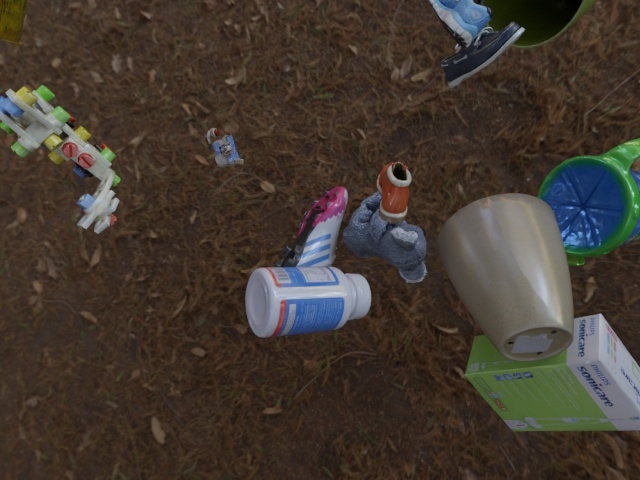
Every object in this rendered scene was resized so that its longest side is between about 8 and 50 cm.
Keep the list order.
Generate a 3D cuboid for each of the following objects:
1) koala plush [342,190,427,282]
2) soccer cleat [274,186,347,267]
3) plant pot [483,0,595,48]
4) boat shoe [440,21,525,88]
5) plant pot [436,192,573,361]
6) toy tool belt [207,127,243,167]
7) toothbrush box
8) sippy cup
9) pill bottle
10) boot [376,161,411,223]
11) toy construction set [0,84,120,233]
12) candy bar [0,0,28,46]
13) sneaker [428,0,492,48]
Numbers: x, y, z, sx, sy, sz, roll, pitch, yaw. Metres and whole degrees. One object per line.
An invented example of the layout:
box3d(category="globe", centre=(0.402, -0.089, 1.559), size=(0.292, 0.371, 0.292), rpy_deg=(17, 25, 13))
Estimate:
box3d(category="koala plush", centre=(0.189, 0.000, 1.085), size=(0.203, 0.196, 0.221), rpy_deg=(-29, 42, -12))
box3d(category="soccer cleat", centre=(0.000, 0.000, 1.200), size=(0.116, 0.143, 0.331), rpy_deg=(0, 52, 55))
box3d(category="plant pot", centre=(0.601, -0.662, 1.045), size=(0.293, 0.275, 0.275), rpy_deg=(-30, 74, -26))
box3d(category="boat shoe", centre=(0.346, -0.420, 0.927), size=(0.095, 0.254, 0.079), rpy_deg=(-36, 97, -3))
box3d(category="plant pot", centre=(0.390, 0.092, 0.850), size=(0.256, 0.257, 0.274), rpy_deg=(-16, 45, 17))
box3d(category="toy tool belt", centre=(-0.187, -0.189, 0.842), size=(0.051, 0.052, 0.084), rpy_deg=(-5, 118, 22))
box3d(category="toothbrush box", centre=(0.493, 0.293, 0.891), size=(0.206, 0.122, 0.283), rpy_deg=(48, 139, -13))
box3d(category="sippy cup", centre=(0.693, -0.081, 1.006), size=(0.223, 0.305, 0.240), rpy_deg=(-2, 76, -23))
box3d(category="pill bottle", centre=(-0.018, 0.111, 0.788), size=(0.124, 0.221, 0.125), rpy_deg=(-6, 83, 58))
box3d(category="boot", centre=(0.132, -0.107, 0.726), size=(0.059, 0.158, 0.085), rpy_deg=(5, 127, 2))
box3d(category="toy construction set", centre=(-0.532, -0.181, 0.891), size=(0.151, 0.328, 0.215), rpy_deg=(-34, 40, -15))
box3d(category="candy bar", centre=(-0.323, -0.252, 0.434), size=(0.161, 0.040, 0.018), rpy_deg=(-21, 70, 46))
box3d(category="sneaker", centre=(0.231, -0.382, 0.685), size=(0.073, 0.063, 0.162), rpy_deg=(-35, 50, 25))
